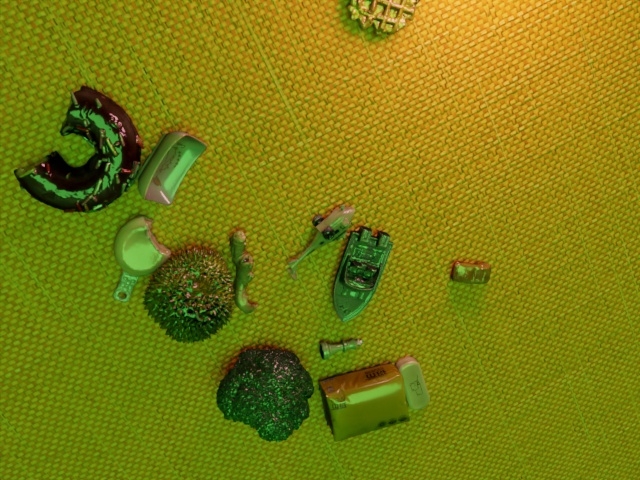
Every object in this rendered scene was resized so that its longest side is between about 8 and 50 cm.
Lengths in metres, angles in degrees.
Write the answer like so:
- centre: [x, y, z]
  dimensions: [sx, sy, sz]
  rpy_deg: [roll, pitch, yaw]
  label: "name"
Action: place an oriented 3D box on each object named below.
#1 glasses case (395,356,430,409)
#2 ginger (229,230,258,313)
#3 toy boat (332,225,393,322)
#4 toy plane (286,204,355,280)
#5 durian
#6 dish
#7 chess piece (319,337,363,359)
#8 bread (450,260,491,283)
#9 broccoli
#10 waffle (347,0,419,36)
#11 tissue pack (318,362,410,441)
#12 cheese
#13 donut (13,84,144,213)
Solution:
- centre: [0.319, 0.495, 2.085]
  dimensions: [0.083, 0.050, 0.196]
  rpy_deg: [-23, 110, -7]
  label: "glasses case"
- centre: [-0.232, 0.102, 1.831]
  dimensions: [0.089, 0.075, 0.287]
  rpy_deg: [6, 113, 29]
  label: "ginger"
- centre: [0.120, 0.114, 1.900]
  dimensions: [0.141, 0.092, 0.319]
  rpy_deg: [15, 104, -14]
  label: "toy boat"
- centre: [0.000, 0.000, 1.849]
  dimensions: [0.286, 0.092, 0.108]
  rpy_deg: [-42, 136, 1]
  label: "toy plane"
- centre: [-0.375, 0.168, 1.735]
  dimensions: [0.292, 0.224, 0.290]
  rpy_deg: [-6, 114, -15]
  label: "durian"
- centre: [-0.423, -0.209, 1.666]
  dimensions: [0.077, 0.151, 0.212]
  rpy_deg: [35, 95, 15]
  label: "dish"
- centre: [0.072, 0.350, 1.988]
  dimensions: [0.149, 0.059, 0.059]
  rpy_deg: [-11, 109, -16]
  label: "chess piece"
- centre: [0.499, 0.107, 2.001]
  dimensions: [0.132, 0.053, 0.074]
  rpy_deg: [6, 105, -12]
  label: "bread"
- centre: [-0.173, 0.480, 1.877]
  dimensions: [0.308, 0.307, 0.275]
  rpy_deg: [22, 139, -18]
  label: "broccoli"
- centre: [0.189, -0.719, 1.676]
  dimensions: [0.281, 0.060, 0.262]
  rpy_deg: [-28, 114, -1]
  label: "waffle"
- centre: [0.146, 0.539, 2.016]
  dimensions: [0.271, 0.134, 0.192]
  rpy_deg: [-14, 109, -8]
  label: "tissue pack"
- centre: [-0.551, 0.053, 1.747]
  dimensions: [0.249, 0.071, 0.163]
  rpy_deg: [-45, 111, 4]
  label: "cheese"
- centre: [-0.627, -0.210, 1.617]
  dimensions: [0.259, 0.136, 0.345]
  rpy_deg: [38, 97, -17]
  label: "donut"
